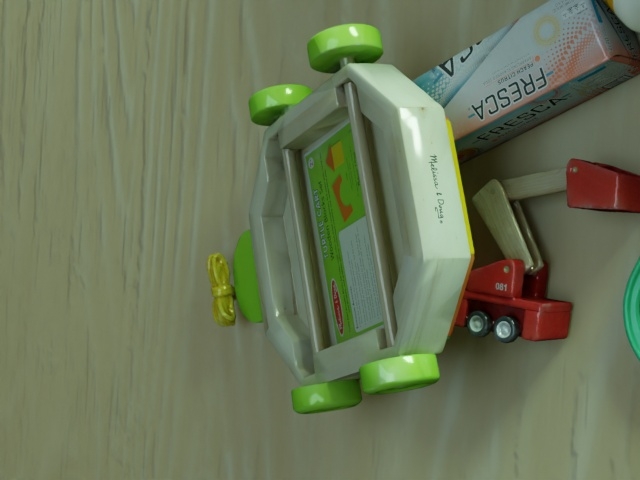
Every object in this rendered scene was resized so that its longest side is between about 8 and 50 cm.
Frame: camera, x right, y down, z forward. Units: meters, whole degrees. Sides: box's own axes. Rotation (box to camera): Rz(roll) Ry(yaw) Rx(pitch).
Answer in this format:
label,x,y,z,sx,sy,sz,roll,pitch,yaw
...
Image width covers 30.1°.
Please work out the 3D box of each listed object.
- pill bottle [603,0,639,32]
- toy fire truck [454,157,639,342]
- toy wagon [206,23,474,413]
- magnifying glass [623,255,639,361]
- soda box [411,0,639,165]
label,x,y,z,sx,sy,sz,roll,pitch,yaw
pill bottle,0.210,-0.217,0.769,0.117,0.117,0.215,-48,59,30
toy fire truck,0.139,0.005,0.873,0.192,0.047,0.135,9,94,43
toy wagon,0.000,0.000,0.948,0.344,0.068,0.267,-31,65,60
magnifying glass,0.251,-0.017,0.792,0.092,0.026,0.230,4,93,42
soda box,0.140,-0.116,0.869,0.183,0.058,0.063,-27,71,38
